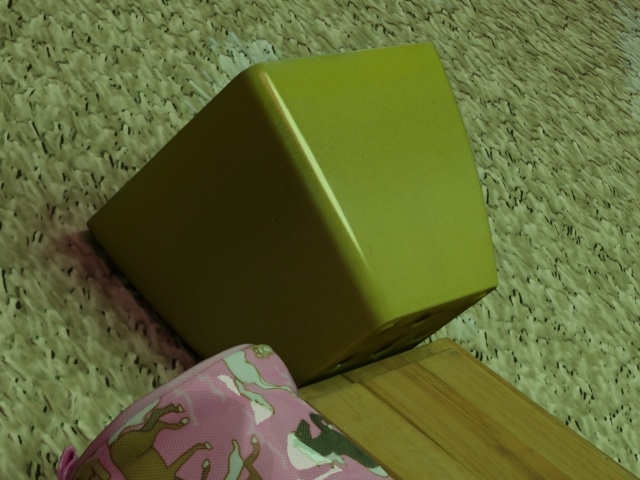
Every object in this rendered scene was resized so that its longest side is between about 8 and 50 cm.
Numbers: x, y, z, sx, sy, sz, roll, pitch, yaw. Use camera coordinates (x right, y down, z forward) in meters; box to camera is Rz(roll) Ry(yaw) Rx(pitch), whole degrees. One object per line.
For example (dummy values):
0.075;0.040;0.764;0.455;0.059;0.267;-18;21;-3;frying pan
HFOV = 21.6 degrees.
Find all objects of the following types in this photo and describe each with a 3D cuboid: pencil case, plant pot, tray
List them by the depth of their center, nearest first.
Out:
0.014;0.240;0.971;0.386;0.160;0.167;49;32;14;pencil case
0.167;0.219;1.101;0.411;0.076;0.202;37;31;28;tray
0.000;0.000;1.207;0.212;0.212;0.187;-14;71;-49;plant pot
